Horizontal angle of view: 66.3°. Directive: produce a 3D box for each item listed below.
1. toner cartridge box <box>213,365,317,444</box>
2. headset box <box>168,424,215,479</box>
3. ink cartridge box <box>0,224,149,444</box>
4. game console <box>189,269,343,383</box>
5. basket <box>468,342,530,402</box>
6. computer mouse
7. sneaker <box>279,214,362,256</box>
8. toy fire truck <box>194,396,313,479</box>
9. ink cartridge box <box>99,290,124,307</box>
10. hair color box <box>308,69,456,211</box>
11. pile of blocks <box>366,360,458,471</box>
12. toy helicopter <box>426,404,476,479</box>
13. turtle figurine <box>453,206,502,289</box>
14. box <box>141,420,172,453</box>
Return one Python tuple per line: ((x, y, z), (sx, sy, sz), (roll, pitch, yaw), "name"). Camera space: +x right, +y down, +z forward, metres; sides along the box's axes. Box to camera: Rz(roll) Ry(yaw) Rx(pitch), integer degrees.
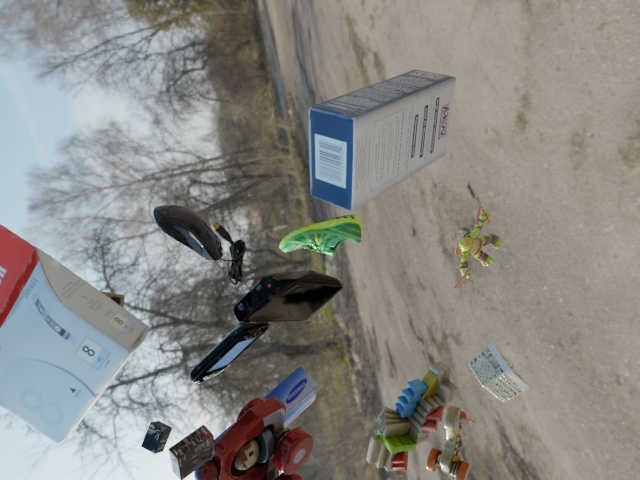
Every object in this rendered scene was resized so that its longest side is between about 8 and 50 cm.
((-0.162, 0.503, 1.334), (0.075, 0.347, 0.165), (45, 156, 20), "toner cartridge box")
((-0.231, 0.385, 0.896), (0.032, 0.083, 0.062), (27, 127, 36), "headset box")
((-0.560, 0.167, 0.910), (0.384, 0.308, 0.091), (38, -156, -9), "ink cartridge box")
((-0.129, 0.184, 1.014), (0.213, 0.361, 0.044), (11, -139, -55), "game console")
((0.557, 0.420, 1.535), (0.167, 0.103, 0.113), (39, -164, -35), "basket")
((-0.268, -0.024, 1.171), (0.262, 0.060, 0.184), (41, -162, -22), "computer mouse")
((0.000, 0.000, 1.645), (0.109, 0.295, 0.124), (-21, -83, -79), "sneaker")
((-0.166, 0.508, 1.080), (0.169, 0.253, 0.303), (25, 115, 34), "toy fire truck")
((-0.562, 0.239, 1.166), (0.234, 0.088, 0.194), (-23, 60, 43), "ink cartridge box")
((0.128, -0.207, 0.955), (0.105, 0.347, 0.174), (25, 129, 34), "hair color box")
((0.267, 0.515, 1.396), (0.362, 0.148, 0.112), (-59, 30, 3), "pile of blocks")
((0.477, 0.682, 1.736), (0.235, 0.140, 0.355), (-52, -36, -34), "toy helicopter")
((0.492, 0.030, 1.578), (0.087, 0.217, 0.270), (17, 94, 42), "turtle figurine")
((-0.548, 0.658, 1.640), (0.052, 0.062, 0.083), (43, -113, -71), "box")
